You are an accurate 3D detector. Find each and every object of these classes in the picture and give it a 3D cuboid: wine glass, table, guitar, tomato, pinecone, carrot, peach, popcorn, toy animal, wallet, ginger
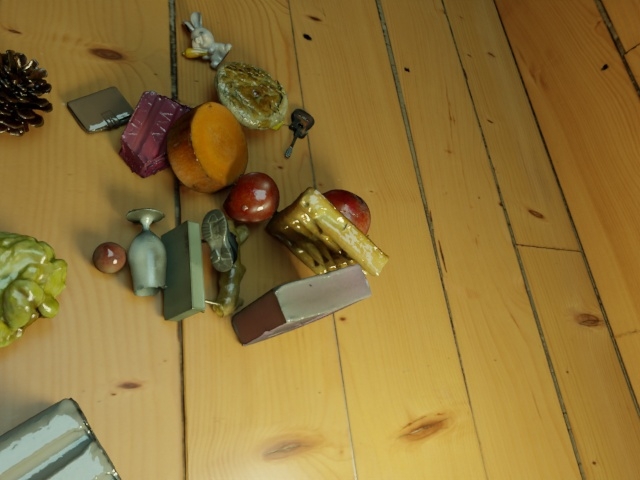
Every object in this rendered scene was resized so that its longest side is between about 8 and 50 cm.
[{"bbox_3d":[-0.449,0.031,1.256,0.103,0.103,0.221,3,67,-32],"label":"wine glass"},{"bbox_3d":[-0.340,0.086,1.289,0.111,0.122,0.239,16,58,-49],"label":"table"},{"bbox_3d":[-0.086,-0.380,1.732,0.088,0.025,0.233,30,56,-18],"label":"guitar"},{"bbox_3d":[0.060,-0.072,1.559,0.208,0.184,0.208,21,31,-13],"label":"tomato"},{"bbox_3d":[-0.764,-0.370,1.189,0.208,0.208,0.207,14,61,-27],"label":"pinecone"},{"bbox_3d":[-0.313,-0.271,1.425,0.307,0.100,0.258,-22,105,-60],"label":"carrot"},{"bbox_3d":[-0.528,0.043,1.213,0.083,0.083,0.083,14,61,-27],"label":"peach"},{"bbox_3d":[-0.675,0.089,1.032,0.256,0.195,0.254,-23,72,-39],"label":"popcorn"},{"bbox_3d":[-0.407,-0.678,1.647,0.182,0.131,0.127,40,20,-19],"label":"toy animal"},{"bbox_3d":[-0.198,-0.123,1.443,0.168,0.167,0.167,14,61,-27],"label":"tomato"},{"bbox_3d":[-0.621,-0.369,1.376,0.153,0.039,0.117,-34,85,-35],"label":"wallet"},{"bbox_3d":[-0.264,0.075,1.373,0.118,0.065,0.298,15,62,-30],"label":"ginger"}]

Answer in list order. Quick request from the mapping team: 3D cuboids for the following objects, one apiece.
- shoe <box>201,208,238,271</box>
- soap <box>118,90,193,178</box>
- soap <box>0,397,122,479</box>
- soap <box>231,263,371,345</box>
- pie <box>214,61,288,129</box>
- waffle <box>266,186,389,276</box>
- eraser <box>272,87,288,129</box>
[{"bbox_3d":[-0.263,-0.002,1.317,0.099,0.071,0.168,-19,96,-75],"label":"shoe"},{"bbox_3d":[-0.477,-0.301,1.396,0.162,0.099,0.249,25,56,-21],"label":"soap"},{"bbox_3d":[-0.568,0.549,0.855,0.435,0.213,0.350,-34,86,-39],"label":"soap"},{"bbox_3d":[-0.059,0.175,1.311,0.286,0.296,0.107,-13,75,-34],"label":"soap"},{"bbox_3d":[-0.222,-0.477,1.587,0.275,0.055,0.273,18,57,-29],"label":"pie"},{"bbox_3d":[0.001,-0.001,1.413,0.304,0.348,0.077,41,66,-11],"label":"waffle"},{"bbox_3d":[-0.228,-0.485,1.665,0.226,0.069,0.157,13,60,-27],"label":"eraser"}]
